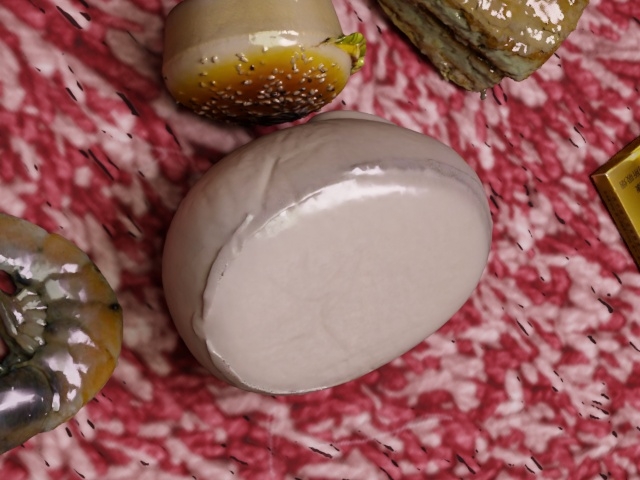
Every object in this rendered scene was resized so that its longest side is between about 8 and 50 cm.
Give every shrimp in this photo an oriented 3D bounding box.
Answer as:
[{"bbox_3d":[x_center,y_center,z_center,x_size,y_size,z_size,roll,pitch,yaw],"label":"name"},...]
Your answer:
[{"bbox_3d":[-0.225,0.066,0.929,0.217,0.051,0.150,-32,99,-33],"label":"shrimp"}]

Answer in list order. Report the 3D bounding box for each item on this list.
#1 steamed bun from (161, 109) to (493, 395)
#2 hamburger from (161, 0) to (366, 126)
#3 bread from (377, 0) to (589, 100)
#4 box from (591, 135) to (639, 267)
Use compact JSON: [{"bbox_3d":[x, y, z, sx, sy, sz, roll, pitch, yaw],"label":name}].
[{"bbox_3d":[0.000,0.000,0.995,0.228,0.131,0.177,-19,126,-18],"label":"steamed bun"},{"bbox_3d":[-0.037,-0.121,0.995,0.141,0.126,0.081,-2,79,-50],"label":"hamburger"},{"bbox_3d":[0.137,-0.222,1.104,0.138,0.102,0.196,36,73,-19],"label":"bread"},{"bbox_3d":[0.288,-0.010,1.215,0.089,0.022,0.156,-34,103,-25],"label":"box"}]
